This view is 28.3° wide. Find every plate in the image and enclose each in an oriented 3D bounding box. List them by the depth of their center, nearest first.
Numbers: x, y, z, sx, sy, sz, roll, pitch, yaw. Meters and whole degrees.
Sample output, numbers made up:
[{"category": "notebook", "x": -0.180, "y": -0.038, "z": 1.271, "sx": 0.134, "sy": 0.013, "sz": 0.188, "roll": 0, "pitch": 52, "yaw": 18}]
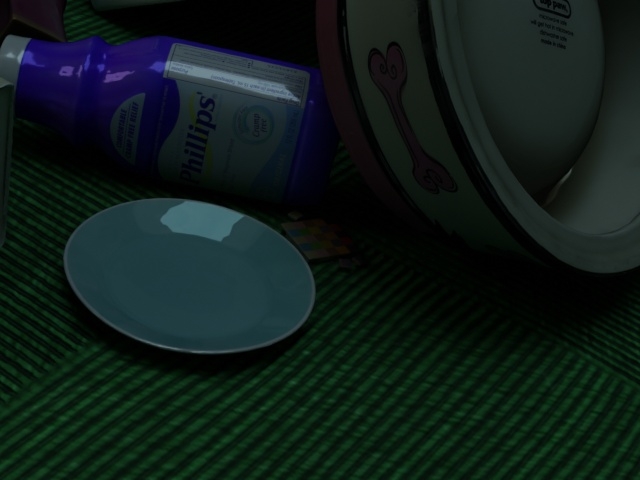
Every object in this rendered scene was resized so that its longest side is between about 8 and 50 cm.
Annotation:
[{"category": "plate", "x": -0.097, "y": 0.030, "z": 0.943, "sx": 0.188, "sy": 0.024, "sz": 0.188, "roll": 10, "pitch": 35, "yaw": -7}]

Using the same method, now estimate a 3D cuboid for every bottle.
[{"category": "bottle", "x": -0.124, "y": -0.108, "z": 1.048, "sx": 0.283, "sy": 0.118, "sz": 0.092, "roll": 12, "pitch": 34, "yaw": -5}]

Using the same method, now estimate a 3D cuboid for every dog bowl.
[{"category": "dog bowl", "x": 0.162, "y": -0.168, "z": 1.034, "sx": 0.150, "sy": 0.408, "sz": 0.408, "roll": -5, "pitch": 14, "yaw": 45}]

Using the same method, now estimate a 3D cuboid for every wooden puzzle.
[{"category": "wooden puzzle", "x": 0.000, "y": 0.000, "z": 1.038, "sx": 0.049, "sy": 0.006, "sz": 0.083, "roll": -8, "pitch": 40, "yaw": -30}]

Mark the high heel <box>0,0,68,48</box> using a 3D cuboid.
[{"category": "high heel", "x": -0.378, "y": -0.274, "z": 1.090, "sx": 0.377, "sy": 0.127, "sz": 0.181, "roll": 33, "pitch": 27, "yaw": -45}]

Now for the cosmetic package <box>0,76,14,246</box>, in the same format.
[{"category": "cosmetic package", "x": -0.372, "y": -0.094, "z": 0.906, "sx": 0.296, "sy": 0.153, "sz": 0.129, "roll": 30, "pitch": 38, "yaw": 20}]

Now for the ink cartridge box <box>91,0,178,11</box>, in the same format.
[{"category": "ink cartridge box", "x": -0.001, "y": -0.310, "z": 1.274, "sx": 0.385, "sy": 0.091, "sz": 0.308, "roll": 5, "pitch": 22, "yaw": 39}]
